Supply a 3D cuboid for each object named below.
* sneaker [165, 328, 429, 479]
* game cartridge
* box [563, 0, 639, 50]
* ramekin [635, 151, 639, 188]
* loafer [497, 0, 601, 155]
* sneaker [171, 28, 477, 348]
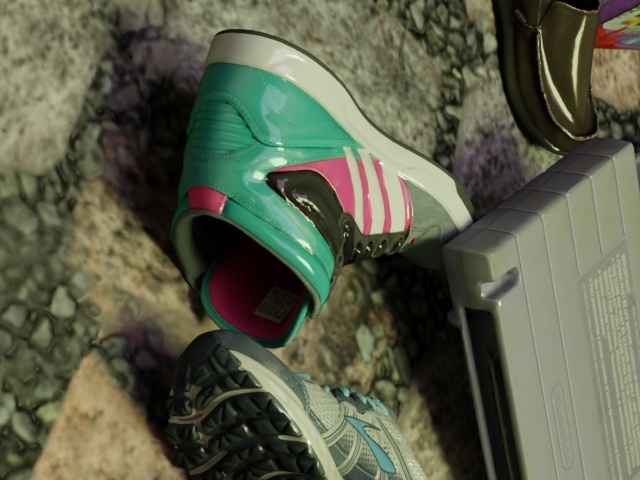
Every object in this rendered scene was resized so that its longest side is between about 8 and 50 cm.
[{"bbox_3d":[-0.003,0.149,1.059,0.283,0.110,0.122,53,38,-30],"label":"sneaker"},{"bbox_3d":[0.205,0.118,1.227,0.230,0.068,0.355,-37,122,-46],"label":"game cartridge"},{"bbox_3d":[0.377,-0.238,1.400,0.293,0.201,0.057,-5,76,-44],"label":"box"},{"bbox_3d":[0.354,0.012,1.381,0.207,0.109,0.207,4,84,-37],"label":"ramekin"},{"bbox_3d":[0.205,-0.182,1.314,0.080,0.078,0.220,-18,95,-43],"label":"loafer"},{"bbox_3d":[0.000,0.000,1.062,0.295,0.124,0.178,36,68,-44],"label":"sneaker"}]
